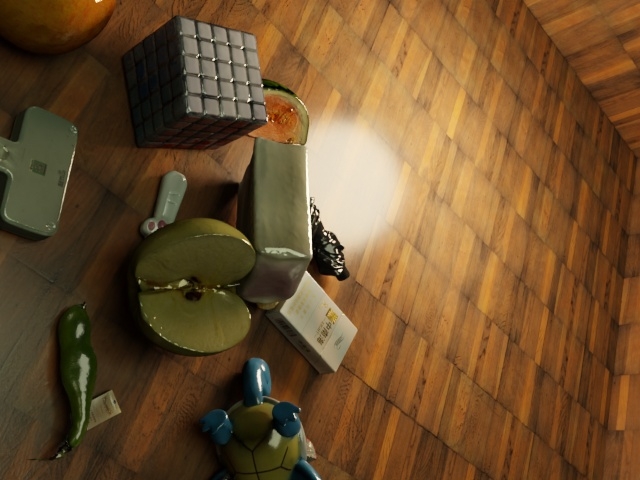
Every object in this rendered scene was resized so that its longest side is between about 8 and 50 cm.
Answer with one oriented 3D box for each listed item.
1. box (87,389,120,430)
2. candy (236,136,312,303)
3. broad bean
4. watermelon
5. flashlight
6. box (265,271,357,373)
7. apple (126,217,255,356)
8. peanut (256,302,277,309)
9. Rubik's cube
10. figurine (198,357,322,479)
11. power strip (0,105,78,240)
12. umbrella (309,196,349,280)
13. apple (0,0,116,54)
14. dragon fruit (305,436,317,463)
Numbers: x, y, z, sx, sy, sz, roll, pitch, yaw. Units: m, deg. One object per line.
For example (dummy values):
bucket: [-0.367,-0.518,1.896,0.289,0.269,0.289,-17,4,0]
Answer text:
box: [-0.457,0.348,1.501,0.083,0.024,0.053,-23,94,-46]
candy: [-0.114,-0.051,1.750,0.145,0.208,0.359,7,56,-17]
broad bean: [-0.494,0.275,1.452,0.098,0.056,0.318,11,68,-16]
watermelon: [-0.131,-0.364,1.943,0.303,0.128,0.159,10,72,-42]
flashlight: [-0.355,-0.073,1.701,0.093,0.047,0.201,30,60,-35]
box: [-0.020,0.217,1.932,0.243,0.067,0.155,49,51,-23]
apple: [-0.288,0.095,1.590,0.257,0.233,0.295,-1,97,-29]
peanut: [-0.128,0.076,1.853,0.087,0.087,0.207,21,64,-39]
Rubik's cube: [-0.292,-0.356,1.710,0.238,0.237,0.237,-2,78,-45]
figurine: [-0.145,0.475,1.657,0.297,0.243,0.417,-9,79,-2]
power strip: [-0.603,-0.148,1.472,0.193,0.059,0.265,26,61,-42]
umbrella: [-0.001,-0.001,1.990,0.110,0.122,0.272,-36,114,1]
apple: [-0.553,-0.540,1.486,0.299,0.275,0.299,21,62,-45]
dragon fruit: [-0.054,0.523,1.824,0.083,0.056,0.060,27,38,-44]
